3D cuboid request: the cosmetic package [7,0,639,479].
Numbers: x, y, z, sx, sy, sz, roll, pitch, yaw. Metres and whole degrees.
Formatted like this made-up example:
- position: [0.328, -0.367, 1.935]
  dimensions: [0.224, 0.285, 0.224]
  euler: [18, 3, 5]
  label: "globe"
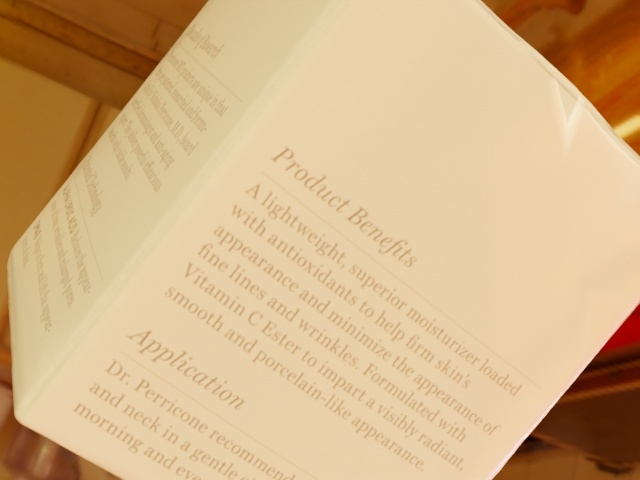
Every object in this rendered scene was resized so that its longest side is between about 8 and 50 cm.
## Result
- position: [0.000, 0.000, 0.396]
  dimensions: [0.151, 0.184, 0.151]
  euler: [38, -177, -24]
  label: "cosmetic package"
